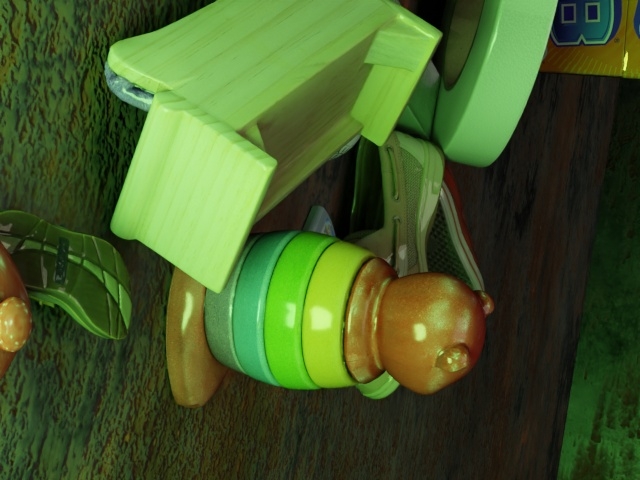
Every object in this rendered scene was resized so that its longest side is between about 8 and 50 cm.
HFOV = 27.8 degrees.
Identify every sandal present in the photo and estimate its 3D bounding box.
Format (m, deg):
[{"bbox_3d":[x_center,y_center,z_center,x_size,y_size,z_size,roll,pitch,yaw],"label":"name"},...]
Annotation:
[{"bbox_3d":[-0.207,0.025,0.998,0.180,0.049,0.072,33,58,-52],"label":"sandal"}]

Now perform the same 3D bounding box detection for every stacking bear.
[{"bbox_3d":[0.016,0.075,1.230,0.175,0.289,0.164,-53,143,-52],"label":"stacking bear"}]

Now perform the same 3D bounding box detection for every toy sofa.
[{"bbox_3d":[-0.053,-0.125,1.192,0.362,0.177,0.150,-44,164,-50],"label":"toy sofa"}]

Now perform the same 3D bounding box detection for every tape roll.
[{"bbox_3d":[0.223,-0.289,1.693,0.392,0.072,0.392,-167,-90,-83],"label":"tape roll"}]

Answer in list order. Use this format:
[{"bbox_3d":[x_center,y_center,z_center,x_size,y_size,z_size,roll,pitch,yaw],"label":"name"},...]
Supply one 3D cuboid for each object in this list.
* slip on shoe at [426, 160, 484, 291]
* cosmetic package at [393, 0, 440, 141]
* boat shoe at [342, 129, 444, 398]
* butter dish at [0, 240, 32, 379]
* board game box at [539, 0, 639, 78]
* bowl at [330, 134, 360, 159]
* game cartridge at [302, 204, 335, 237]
[{"bbox_3d":[0.169,0.008,1.839,0.101,0.123,0.331,-67,148,-44],"label":"slip on shoe"},{"bbox_3d":[0.091,-0.216,1.649,0.239,0.060,0.099,46,54,-63],"label":"cosmetic package"},{"bbox_3d":[0.068,0.025,1.613,0.110,0.121,0.341,18,70,-28],"label":"boat shoe"},{"bbox_3d":[-0.238,0.048,0.822,0.160,0.118,0.160,74,30,-45],"label":"butter dish"},{"bbox_3d":[0.457,-0.431,1.998,0.356,0.356,0.356,-54,148,-81],"label":"board game box"},{"bbox_3d":[0.016,-0.160,1.452,0.170,0.080,0.170,5,90,-68],"label":"bowl"},{"bbox_3d":[0.000,0.000,1.541,0.083,0.017,0.056,70,29,-47],"label":"game cartridge"}]
